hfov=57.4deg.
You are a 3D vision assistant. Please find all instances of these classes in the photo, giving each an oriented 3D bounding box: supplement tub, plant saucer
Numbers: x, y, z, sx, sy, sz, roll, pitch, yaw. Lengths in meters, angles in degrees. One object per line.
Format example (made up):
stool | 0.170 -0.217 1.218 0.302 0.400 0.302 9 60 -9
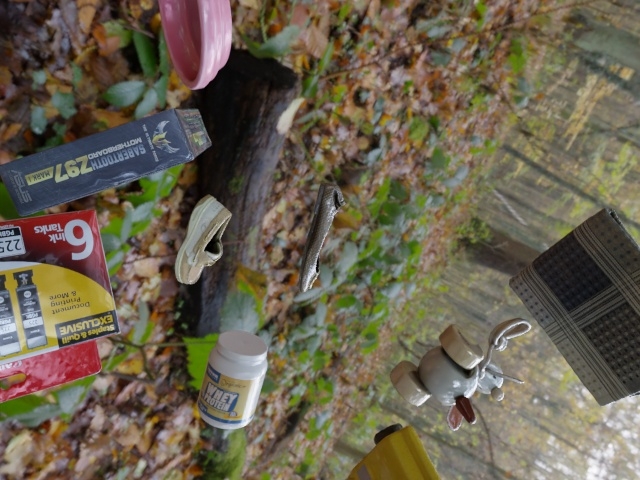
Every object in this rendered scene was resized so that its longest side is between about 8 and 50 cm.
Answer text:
supplement tub | -0.210 0.334 1.414 0.144 0.144 0.200 -29 137 -69
plant saucer | -0.281 -0.513 1.313 0.084 0.332 0.332 -15 144 -25

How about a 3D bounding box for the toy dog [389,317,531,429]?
toy dog | 0.290 0.275 1.108 0.333 0.161 0.220 2 135 -37

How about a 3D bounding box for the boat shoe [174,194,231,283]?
boat shoe | -0.145 0.009 0.726 0.050 0.045 0.135 -49 166 -51

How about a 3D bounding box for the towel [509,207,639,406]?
towel | 0.553 0.138 1.128 0.056 0.324 0.312 -20 159 -31

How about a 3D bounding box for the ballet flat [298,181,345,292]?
ballet flat | 0.000 0.000 1.196 0.084 0.058 0.250 -90 -167 -67

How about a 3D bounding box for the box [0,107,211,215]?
box | -0.229 -0.100 0.677 0.183 0.059 0.233 -20 -166 -2

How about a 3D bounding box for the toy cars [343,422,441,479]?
toy cars | 0.099 0.279 0.524 0.087 0.177 0.393 -16 -173 -20

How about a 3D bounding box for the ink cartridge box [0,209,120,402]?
ink cartridge box | -0.479 0.113 0.871 0.309 0.130 0.272 -13 92 -38
